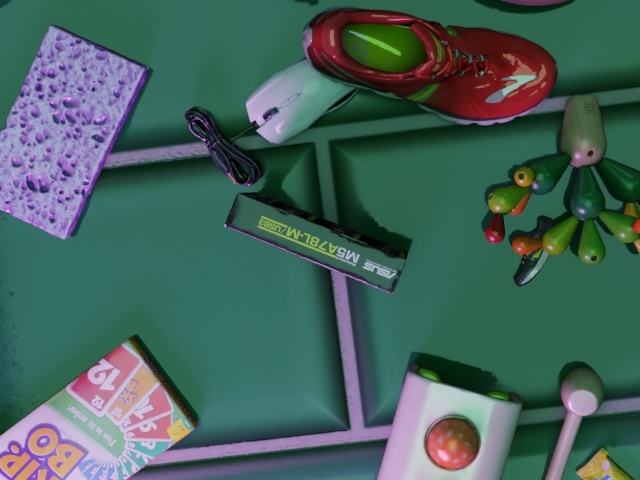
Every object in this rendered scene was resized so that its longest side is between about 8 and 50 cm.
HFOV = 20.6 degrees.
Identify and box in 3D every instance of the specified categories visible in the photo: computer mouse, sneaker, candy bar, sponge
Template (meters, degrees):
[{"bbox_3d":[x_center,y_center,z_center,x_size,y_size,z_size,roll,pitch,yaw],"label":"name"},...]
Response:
[{"bbox_3d":[-0.043,-0.146,1.899,0.193,0.042,0.106,-35,89,5],"label":"computer mouse"},{"bbox_3d":[0.119,-0.183,1.837,0.279,0.118,0.107,7,90,-9],"label":"sneaker"},{"bbox_3d":[0.230,0.011,1.897,0.035,0.031,0.083,34,86,7],"label":"sneaker"},{"bbox_3d":[0.351,0.291,1.908,0.161,0.018,0.040,42,95,2],"label":"candy bar"},{"bbox_3d":[-0.284,-0.119,1.924,0.117,0.031,0.210,26,95,2],"label":"sponge"}]

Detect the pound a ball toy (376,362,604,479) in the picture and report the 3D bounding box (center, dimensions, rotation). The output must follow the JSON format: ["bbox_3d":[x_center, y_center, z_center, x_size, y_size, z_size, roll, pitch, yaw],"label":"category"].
[{"bbox_3d":[0.162,0.270,1.862,0.208,0.136,0.319,17,95,3],"label":"pound a ball toy"}]

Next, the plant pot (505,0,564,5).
[{"bbox_3d":[0.253,-0.381,1.713,0.256,0.274,0.257,1,87,-15],"label":"plant pot"}]

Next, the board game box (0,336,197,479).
[{"bbox_3d":[-0.275,0.232,1.944,0.259,0.039,0.124,-37,89,8],"label":"board game box"}]

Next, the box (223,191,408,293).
[{"bbox_3d":[0.000,0.000,1.831,0.184,0.190,0.045,24,93,2],"label":"box"}]

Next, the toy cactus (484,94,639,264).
[{"bbox_3d":[0.277,-0.065,1.848,0.219,0.112,0.181,0,75,-5],"label":"toy cactus"}]
